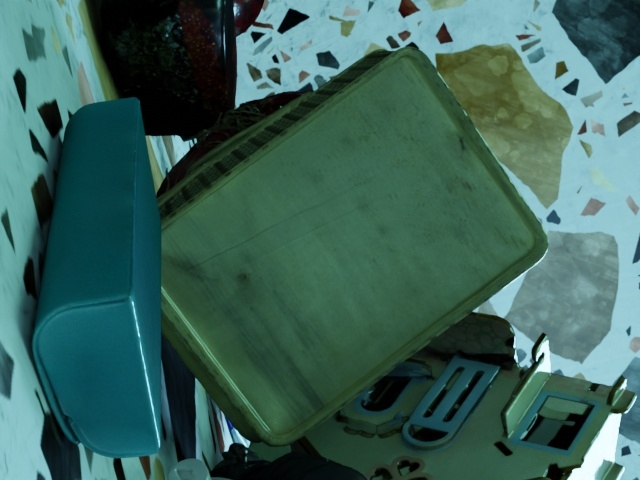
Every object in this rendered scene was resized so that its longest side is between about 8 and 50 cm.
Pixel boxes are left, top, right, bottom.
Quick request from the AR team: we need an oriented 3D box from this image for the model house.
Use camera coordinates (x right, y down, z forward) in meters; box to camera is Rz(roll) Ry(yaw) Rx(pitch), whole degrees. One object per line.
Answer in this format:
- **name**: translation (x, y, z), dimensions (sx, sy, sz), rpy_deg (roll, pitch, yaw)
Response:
- **model house**: translation (0.091, 0.197, 1.253), dimensions (0.244, 0.326, 0.169), rpy_deg (-50, 138, -41)

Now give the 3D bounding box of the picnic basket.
- **picnic basket**: translation (0.000, 0.000, 1.216), dimensions (0.228, 0.313, 0.175), rpy_deg (54, -4, -10)

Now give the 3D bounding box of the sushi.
- **sushi**: translation (-0.153, -0.201, 1.447), dimensions (0.225, 0.126, 0.136), rpy_deg (88, 4, -61)

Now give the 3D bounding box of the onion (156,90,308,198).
- **onion**: translation (-0.048, -0.033, 1.440), dimensions (0.281, 0.221, 0.281), rpy_deg (17, 67, -44)

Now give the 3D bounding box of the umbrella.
- **umbrella**: translation (-0.037, 0.223, 1.144), dimensions (0.113, 0.106, 0.357), rpy_deg (46, -17, -2)

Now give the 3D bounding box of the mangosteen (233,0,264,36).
- **mangosteen**: translation (-0.168, -0.349, 1.972), dimensions (0.200, 0.199, 0.200), rpy_deg (-14, 90, -89)

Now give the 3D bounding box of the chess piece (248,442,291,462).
- **chess piece**: translation (-0.019, 0.188, 1.568), dimensions (0.442, 0.234, 0.234), rpy_deg (-95, 173, -48)

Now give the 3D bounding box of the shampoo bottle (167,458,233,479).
- **shampoo bottle**: translation (-0.064, 0.282, 1.071), dimensions (0.092, 0.092, 0.303), rpy_deg (-102, 178, -52)

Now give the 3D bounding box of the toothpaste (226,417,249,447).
- **toothpaste**: translation (-0.105, 0.224, 1.684), dimensions (0.024, 0.015, 0.083), rpy_deg (-99, 170, -61)

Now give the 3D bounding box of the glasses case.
- **glasses case**: translation (-0.146, 0.015, 0.943), dimensions (0.301, 0.070, 0.117), rpy_deg (-105, -173, -62)
